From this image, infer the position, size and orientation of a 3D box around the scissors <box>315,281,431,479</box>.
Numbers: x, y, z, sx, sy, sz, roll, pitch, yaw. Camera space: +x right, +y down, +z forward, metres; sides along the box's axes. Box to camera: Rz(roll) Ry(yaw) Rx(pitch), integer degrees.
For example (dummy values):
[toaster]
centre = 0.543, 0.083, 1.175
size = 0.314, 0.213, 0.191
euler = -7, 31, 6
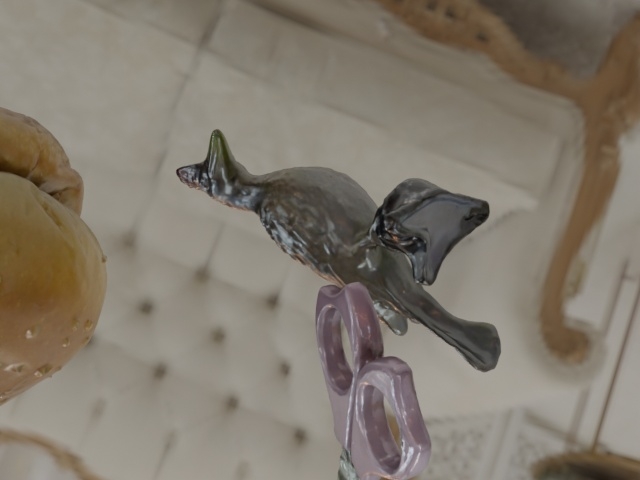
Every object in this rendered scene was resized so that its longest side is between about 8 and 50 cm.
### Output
[scissors]
centre = 0.014, 0.116, 0.882
size = 0.021, 0.110, 0.212
euler = -10, 136, -21

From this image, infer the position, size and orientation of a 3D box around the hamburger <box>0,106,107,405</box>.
[hamburger]
centre = -0.290, 0.027, 1.142
size = 0.314, 0.170, 0.290
euler = 13, 145, -35

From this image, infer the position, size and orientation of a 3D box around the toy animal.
[toy animal]
centre = 0.004, -0.006, 0.923
size = 0.202, 0.070, 0.105
euler = 21, 134, 25
